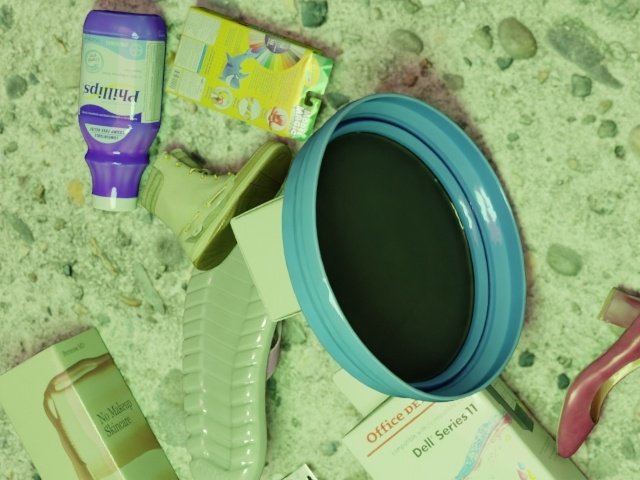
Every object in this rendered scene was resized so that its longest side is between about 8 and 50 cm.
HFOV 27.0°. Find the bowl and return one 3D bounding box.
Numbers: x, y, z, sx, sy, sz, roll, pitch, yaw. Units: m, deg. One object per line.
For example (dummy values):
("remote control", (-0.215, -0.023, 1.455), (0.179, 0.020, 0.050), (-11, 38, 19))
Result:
("bowl", (0.107, 0.012, 1.668), (0.077, 0.391, 0.391), (-20, 92, 43))

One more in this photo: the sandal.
("sandal", (-0.114, 0.156, 1.902), (0.169, 0.102, 0.416), (4, 83, 36))

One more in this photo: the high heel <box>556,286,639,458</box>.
("high heel", (0.396, 0.189, 1.751), (0.117, 0.082, 0.244), (23, 92, 23))

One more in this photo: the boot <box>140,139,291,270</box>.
("boot", (-0.151, -0.086, 1.870), (0.165, 0.077, 0.213), (45, 105, 30))

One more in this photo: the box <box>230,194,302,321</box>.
("box", (0.000, 0.000, 1.768), (0.127, 0.232, 0.148), (-22, 91, 21))

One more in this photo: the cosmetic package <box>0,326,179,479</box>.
("cosmetic package", (-0.340, 0.294, 1.972), (0.129, 0.153, 0.296), (-30, 90, 18))

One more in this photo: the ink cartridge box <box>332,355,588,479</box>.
("ink cartridge box", (0.177, 0.278, 1.815), (0.207, 0.119, 0.353), (-42, 85, 20))

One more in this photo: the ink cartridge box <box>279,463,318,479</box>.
("ink cartridge box", (-0.042, 0.377, 1.951), (0.115, 0.029, 0.063), (-40, 85, 18))

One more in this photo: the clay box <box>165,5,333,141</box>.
("clay box", (-0.094, -0.231, 1.858), (0.222, 0.053, 0.127), (22, 105, 12))

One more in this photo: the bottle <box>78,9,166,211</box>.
("bottle", (-0.287, -0.185, 1.907), (0.118, 0.092, 0.282), (9, 101, 15))
